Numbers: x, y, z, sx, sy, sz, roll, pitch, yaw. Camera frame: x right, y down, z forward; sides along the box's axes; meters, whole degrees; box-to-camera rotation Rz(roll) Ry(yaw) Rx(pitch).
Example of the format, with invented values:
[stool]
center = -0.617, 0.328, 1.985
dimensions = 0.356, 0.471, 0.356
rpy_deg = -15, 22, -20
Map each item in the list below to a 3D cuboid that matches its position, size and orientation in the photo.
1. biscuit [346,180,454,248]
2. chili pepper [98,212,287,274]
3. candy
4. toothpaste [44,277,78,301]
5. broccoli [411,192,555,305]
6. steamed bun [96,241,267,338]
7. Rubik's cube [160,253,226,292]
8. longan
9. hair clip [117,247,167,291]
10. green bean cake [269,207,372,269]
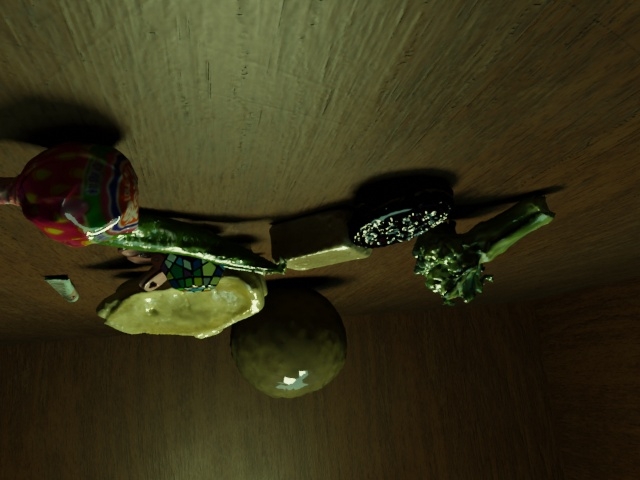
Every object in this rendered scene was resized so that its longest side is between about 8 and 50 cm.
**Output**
[biscuit]
center = 0.137, -0.041, 0.936
dimensions = 0.194, 0.053, 0.194
rpy_deg = -15, 162, -5
[chili pepper]
center = -0.225, 0.004, 0.955
dimensions = 0.358, 0.077, 0.085
rpy_deg = 13, 135, -31
[candy]
center = -0.389, -0.055, 0.617
dimensions = 0.364, 0.124, 0.124
rpy_deg = 1, 167, 0
[toothpaste]
center = -0.660, 0.123, 1.423
dimensions = 0.056, 0.036, 0.205
rpy_deg = -1, 163, -14
[broccoli]
center = 0.294, -0.004, 1.070
dimensions = 0.198, 0.177, 0.275
rpy_deg = 6, 142, -36
[steamed bun]
center = -0.279, 0.126, 1.298
dimensions = 0.427, 0.189, 0.247
rpy_deg = -19, 121, 24
[Rubik's cube]
center = -0.243, 0.042, 1.068
dimensions = 0.132, 0.112, 0.133
rpy_deg = -7, 166, -2
[longan]
center = -0.106, 0.333, 1.826
dimensions = 0.390, 0.392, 0.391
rpy_deg = -6, 167, -1
[hair clip]
center = -0.337, 0.026, 1.146
dimensions = 0.138, 0.102, 0.123
rpy_deg = -38, 169, -4
[green bean cake]
center = 0.000, 0.000, 1.056
dimensions = 0.179, 0.085, 0.109
rpy_deg = -14, 162, 32
